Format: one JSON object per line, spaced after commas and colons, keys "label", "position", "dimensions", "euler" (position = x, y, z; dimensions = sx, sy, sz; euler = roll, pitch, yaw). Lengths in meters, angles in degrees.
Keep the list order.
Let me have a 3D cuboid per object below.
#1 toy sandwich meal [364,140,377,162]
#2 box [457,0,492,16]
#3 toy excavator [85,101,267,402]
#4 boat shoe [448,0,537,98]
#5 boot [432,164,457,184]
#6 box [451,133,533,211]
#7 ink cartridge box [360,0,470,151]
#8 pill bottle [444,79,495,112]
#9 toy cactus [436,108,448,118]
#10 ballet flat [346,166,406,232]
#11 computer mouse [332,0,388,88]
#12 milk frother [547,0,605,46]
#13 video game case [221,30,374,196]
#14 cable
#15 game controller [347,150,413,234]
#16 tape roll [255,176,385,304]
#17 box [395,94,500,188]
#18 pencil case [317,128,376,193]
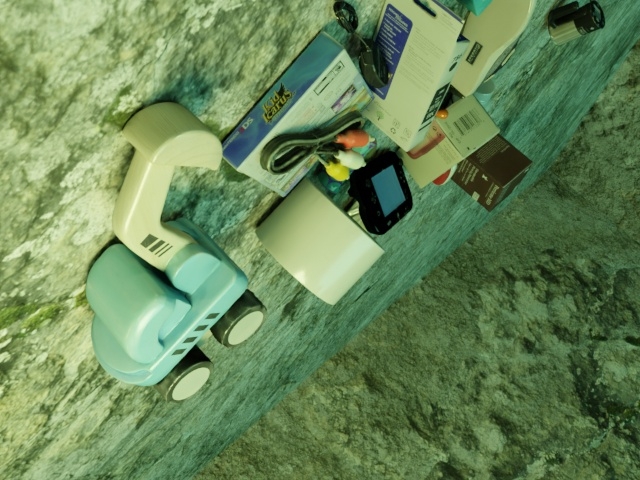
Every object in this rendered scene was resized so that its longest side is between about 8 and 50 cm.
{"label": "toy sandwich meal", "position": [0.100, -0.212, 1.628], "dimensions": [0.085, 0.029, 0.085], "euler": [-44, 163, -17]}
{"label": "box", "position": [0.249, -0.490, 1.210], "dimensions": [0.060, 0.100, 0.244], "euler": [-48, 162, 10]}
{"label": "toy excavator", "position": [-0.258, 0.039, 1.114], "dimensions": [0.433, 0.222, 0.445], "euler": [-47, 154, 1]}
{"label": "boat shoe", "position": [0.412, -0.490, 1.584], "dimensions": [0.158, 0.127, 0.340], "euler": [-40, 171, -33]}
{"label": "boot", "position": [0.326, -0.227, 2.029], "dimensions": [0.176, 0.088, 0.244], "euler": [-37, 153, -25]}
{"label": "box", "position": [0.586, -0.248, 2.377], "dimensions": [0.167, 0.203, 0.168], "euler": [-38, 161, -22]}
{"label": "ink cartridge box", "position": [0.169, -0.332, 1.276], "dimensions": [0.065, 0.165, 0.332], "euler": [-36, 162, -29]}
{"label": "pill bottle", "position": [0.396, -0.353, 1.852], "dimensions": [0.108, 0.108, 0.193], "euler": [-35, 160, -32]}
{"label": "toy cactus", "position": [0.202, -0.319, 1.459], "dimensions": [0.112, 0.218, 0.180], "euler": [-9, -163, 5]}
{"label": "ballet flat", "position": [0.120, -0.050, 1.873], "dimensions": [0.400, 0.139, 0.139], "euler": [-45, 163, -3]}
{"label": "computer mouse", "position": [0.065, -0.336, 1.190], "dimensions": [0.041, 0.071, 0.242], "euler": [-8, 159, 22]}
{"label": "milk frother", "position": [0.729, -0.658, 1.967], "dimensions": [0.135, 0.129, 0.143], "euler": [-14, -136, 46]}
{"label": "video game case", "position": [-0.035, -0.217, 1.244], "dimensions": [0.269, 0.061, 0.244], "euler": [-47, 163, 5]}
{"label": "cable", "position": [0.011, -0.168, 1.236], "dimensions": [0.287, 0.072, 0.139], "euler": [-14, 140, -60]}
{"label": "game controller", "position": [0.158, -0.121, 1.691], "dimensions": [0.067, 0.166, 0.319], "euler": [-26, -175, 29]}
{"label": "tape roll", "position": [0.000, 0.000, 1.513], "dimensions": [0.169, 0.246, 0.246], "euler": [-46, 163, 5]}
{"label": "box", "position": [0.322, -0.254, 1.768], "dimensions": [0.149, 0.126, 0.232], "euler": [-37, 180, -24]}
{"label": "pencil case", "position": [0.058, -0.181, 1.537], "dimensions": [0.151, 0.064, 0.070], "euler": [-50, 146, 17]}
